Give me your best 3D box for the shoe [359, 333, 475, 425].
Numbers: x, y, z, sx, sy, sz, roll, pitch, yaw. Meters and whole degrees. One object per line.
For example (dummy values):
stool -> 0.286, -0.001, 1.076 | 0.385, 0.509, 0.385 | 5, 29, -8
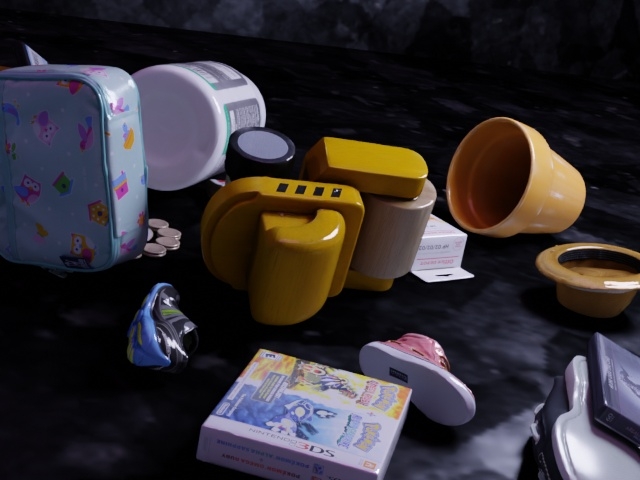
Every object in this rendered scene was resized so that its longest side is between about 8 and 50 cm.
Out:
shoe -> 0.133, 0.159, 1.333 | 0.081, 0.063, 0.178 | -14, 26, -39

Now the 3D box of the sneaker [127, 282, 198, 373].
sneaker -> -0.186, 0.110, 1.340 | 0.078, 0.067, 0.188 | 28, 14, -14

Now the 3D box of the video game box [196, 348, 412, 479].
video game box -> -0.010, 0.194, 1.197 | 0.187, 0.048, 0.205 | 16, 21, 9

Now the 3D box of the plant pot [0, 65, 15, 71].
plant pot -> -0.542, -0.171, 1.740 | 0.212, 0.187, 0.212 | 9, 20, -3

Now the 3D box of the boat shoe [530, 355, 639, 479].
boat shoe -> 0.277, 0.226, 1.186 | 0.114, 0.091, 0.302 | 35, 22, 6

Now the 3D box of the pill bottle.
pill bottle -> -0.217, -0.207, 1.942 | 0.204, 0.204, 0.361 | 13, 12, 9

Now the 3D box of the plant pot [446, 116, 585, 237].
plant pot -> 0.359, -0.094, 1.975 | 0.188, 0.205, 0.205 | 15, 13, -36

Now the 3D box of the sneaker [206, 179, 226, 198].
sneaker -> -0.143, -0.078, 1.886 | 0.067, 0.042, 0.118 | -4, 21, -25

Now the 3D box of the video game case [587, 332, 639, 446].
video game case -> 0.418, 0.216, 1.234 | 0.274, 0.026, 0.196 | 32, 21, -1

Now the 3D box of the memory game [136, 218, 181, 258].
memory game -> -0.299, -0.010, 1.670 | 0.186, 0.012, 0.186 | 9, 20, -3

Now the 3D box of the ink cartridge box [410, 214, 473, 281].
ink cartridge box -> 0.157, 0.001, 1.782 | 0.104, 0.061, 0.181 | -4, 25, -34

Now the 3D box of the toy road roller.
toy road roller -> 0.000, 0.000, 1.533 | 0.329, 0.202, 0.240 | 5, 36, -14

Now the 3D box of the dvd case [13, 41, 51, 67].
dvd case -> -0.388, -0.191, 1.802 | 0.253, 0.022, 0.180 | 42, 19, -53

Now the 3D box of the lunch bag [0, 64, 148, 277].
lunch bag -> -0.348, -0.091, 1.488 | 0.224, 0.279, 0.108 | 5, 17, 20

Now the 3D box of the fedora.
fedora -> 0.421, 0.066, 1.705 | 0.194, 0.079, 0.194 | 3, 22, -1
